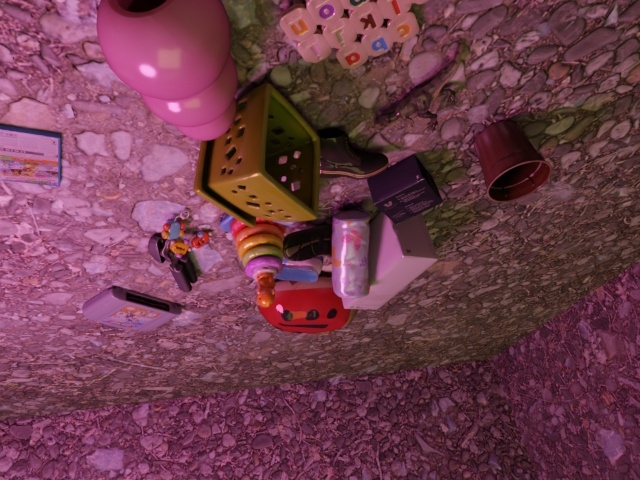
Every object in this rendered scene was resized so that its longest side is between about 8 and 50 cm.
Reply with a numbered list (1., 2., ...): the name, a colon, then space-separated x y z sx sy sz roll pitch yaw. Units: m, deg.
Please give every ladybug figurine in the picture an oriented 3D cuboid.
1. ladybug figurine: -0.041 0.261 1.837 0.449 0.162 0.305 4 146 -26

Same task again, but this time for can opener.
1. can opener: -0.462 0.068 1.482 0.095 0.076 0.283 20 150 9

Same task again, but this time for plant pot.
1. plant pot: 0.493 -0.216 1.245 0.166 0.165 0.167 -9 150 -6
2. plant pot: -0.142 -0.166 1.042 0.207 0.227 0.228 -12 152 28

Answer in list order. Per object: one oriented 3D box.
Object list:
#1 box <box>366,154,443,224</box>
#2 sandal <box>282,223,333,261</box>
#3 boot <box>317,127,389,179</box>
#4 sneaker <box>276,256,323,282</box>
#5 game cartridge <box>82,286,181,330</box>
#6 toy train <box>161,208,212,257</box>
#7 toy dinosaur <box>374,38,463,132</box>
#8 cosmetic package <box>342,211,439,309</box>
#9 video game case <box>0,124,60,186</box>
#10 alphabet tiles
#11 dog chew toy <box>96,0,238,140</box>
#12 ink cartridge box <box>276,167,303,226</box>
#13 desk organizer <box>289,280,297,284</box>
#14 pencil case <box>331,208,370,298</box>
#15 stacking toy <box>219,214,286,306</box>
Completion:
1. box: 0.242 -0.141 1.347 0.156 0.093 0.158 -26 147 22
2. sandal: -0.001 -0.001 1.494 0.302 0.086 0.120 -1 104 -35
3. boot: 0.082 -0.224 1.180 0.197 0.077 0.137 -8 144 -9
4. sneaker: -0.099 0.074 1.557 0.228 0.092 0.087 10 137 20
5. game cartridge: -0.685 0.258 1.710 0.198 0.062 0.297 -32 144 23
6. toy train: -0.391 -0.022 1.359 0.125 0.046 0.166 -44 144 -17
7. toy dinosaur: 0.250 -0.324 1.088 0.118 0.064 0.268 24 131 -36
8. cosmetic package: 0.204 0.071 1.584 0.155 0.197 0.365 7 146 -29
9. video game case: -0.641 -0.182 1.039 0.119 0.015 0.166 4 145 -27
10. alphabet tiles: 0.071 -0.432 0.856 0.284 0.021 0.278 -23 156 18
11. dog chew toy: -0.238 -0.299 0.829 0.206 0.207 0.332 -13 157 1
12. ink cartridge box: -0.076 -0.120 1.269 0.089 0.092 0.143 19 138 -42
13. desk organizer: -0.106 0.105 1.657 0.050 0.047 0.130 -33 149 -4
14. pencil case: 0.098 0.043 1.447 0.124 0.113 0.273 -8 109 -16
15. stacking toy: -0.161 0.047 1.307 0.175 0.302 0.165 -34 143 30
